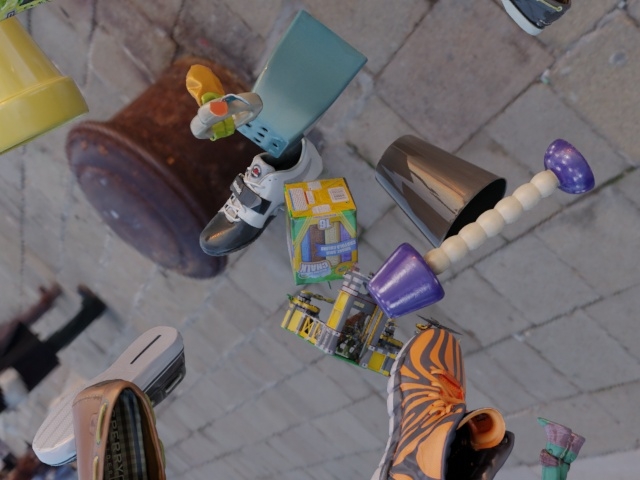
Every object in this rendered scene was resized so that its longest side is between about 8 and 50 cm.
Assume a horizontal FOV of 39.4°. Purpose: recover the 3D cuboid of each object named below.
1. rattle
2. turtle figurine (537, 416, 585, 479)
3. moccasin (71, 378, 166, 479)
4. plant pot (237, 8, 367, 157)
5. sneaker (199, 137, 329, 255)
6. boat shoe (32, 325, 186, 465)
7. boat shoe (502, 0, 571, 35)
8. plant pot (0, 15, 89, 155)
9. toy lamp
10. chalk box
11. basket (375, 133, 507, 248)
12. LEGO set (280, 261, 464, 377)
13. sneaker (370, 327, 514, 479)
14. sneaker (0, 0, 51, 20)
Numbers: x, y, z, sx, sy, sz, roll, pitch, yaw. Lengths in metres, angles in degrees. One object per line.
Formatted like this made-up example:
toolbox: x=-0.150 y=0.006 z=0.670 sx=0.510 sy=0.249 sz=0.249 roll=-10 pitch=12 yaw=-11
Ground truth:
rattle: x=-0.167 y=-0.244 z=1.429 sx=0.200 sy=0.130 sz=0.142 roll=30 pitch=-129 yaw=-82
turtle figurine: x=0.329 y=0.394 z=1.362 sx=0.118 sy=0.234 sz=0.175 roll=21 pitch=170 yaw=20
moccasin: x=-0.268 y=0.392 z=1.314 sx=0.147 sy=0.139 sz=0.380 roll=-14 pitch=80 yaw=52
plant pot: x=-0.056 y=-0.295 z=1.776 sx=0.166 sy=0.234 sz=0.165 roll=37 pitch=160 yaw=-6
sneaker: x=-0.141 y=-0.107 z=1.915 sx=0.122 sy=0.330 sz=0.146 roll=41 pitch=165 yaw=37
boat shoe: x=-0.337 y=0.284 z=1.534 sx=0.121 sy=0.335 sz=0.119 roll=5 pitch=123 yaw=39
boat shoe: x=0.258 y=-0.389 z=1.253 sx=0.228 sy=0.081 sz=0.069 roll=39 pitch=135 yaw=-21
plant pot: x=-0.628 y=-0.308 z=1.777 sx=0.254 sy=0.254 sz=0.239 roll=-7 pitch=113 yaw=57
toy lamp: x=0.176 y=-0.008 z=1.004 sx=0.080 sy=0.275 sz=0.080 roll=56 pitch=175 yaw=7
chalk box: x=0.000 y=0.000 z=1.798 sx=0.132 sy=0.132 sz=0.213 roll=-107 pitch=13 yaw=-54
basket: x=0.234 y=-0.107 z=1.858 sx=0.227 sy=0.204 sz=0.154 roll=40 pitch=-176 yaw=29
LEGO set: x=0.104 y=0.150 z=1.789 sx=0.331 sy=0.192 sz=0.255 roll=24 pitch=178 yaw=-18
sneaker: x=0.171 y=0.223 z=1.133 sx=0.124 sy=0.321 sz=0.180 roll=31 pitch=136 yaw=-17
sneaker: x=-0.318 y=-0.274 z=0.845 sx=0.147 sy=0.384 sz=0.145 roll=4 pitch=126 yaw=7
